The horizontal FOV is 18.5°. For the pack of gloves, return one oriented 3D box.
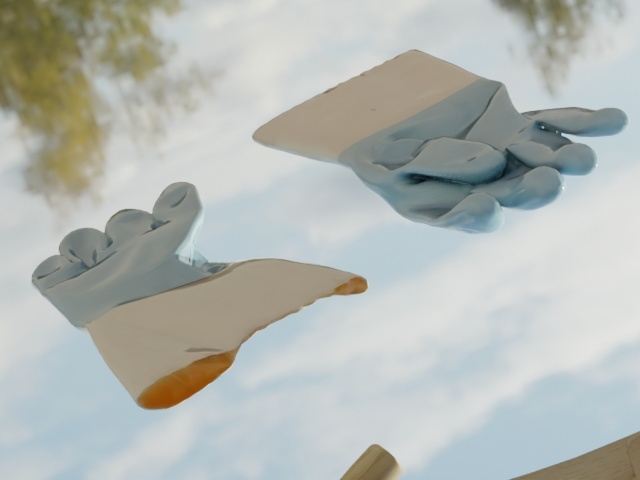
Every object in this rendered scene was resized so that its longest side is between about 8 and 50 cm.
[{"bbox_3d":[0.000,0.000,0.723,0.195,0.046,0.232,-26,-162,-12],"label":"pack of gloves"}]

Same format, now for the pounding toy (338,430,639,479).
[{"bbox_3d":[0.011,0.091,0.513,0.269,0.154,0.155,-26,-126,18],"label":"pounding toy"}]
